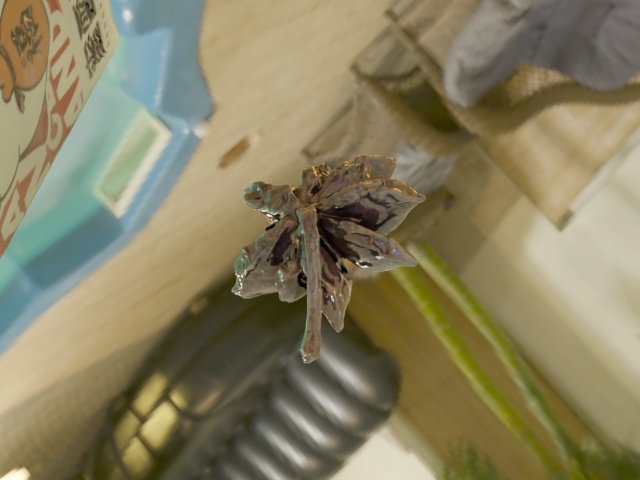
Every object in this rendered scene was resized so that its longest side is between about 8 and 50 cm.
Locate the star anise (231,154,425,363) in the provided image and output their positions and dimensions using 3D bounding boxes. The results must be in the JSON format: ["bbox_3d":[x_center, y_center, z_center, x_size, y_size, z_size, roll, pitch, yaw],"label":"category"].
[{"bbox_3d":[0.000,0.000,1.223,0.209,0.231,0.089,-36,127,8],"label":"star anise"}]

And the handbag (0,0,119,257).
[{"bbox_3d":[-0.221,-0.075,0.602,0.171,0.151,0.298,82,21,-46],"label":"handbag"}]
